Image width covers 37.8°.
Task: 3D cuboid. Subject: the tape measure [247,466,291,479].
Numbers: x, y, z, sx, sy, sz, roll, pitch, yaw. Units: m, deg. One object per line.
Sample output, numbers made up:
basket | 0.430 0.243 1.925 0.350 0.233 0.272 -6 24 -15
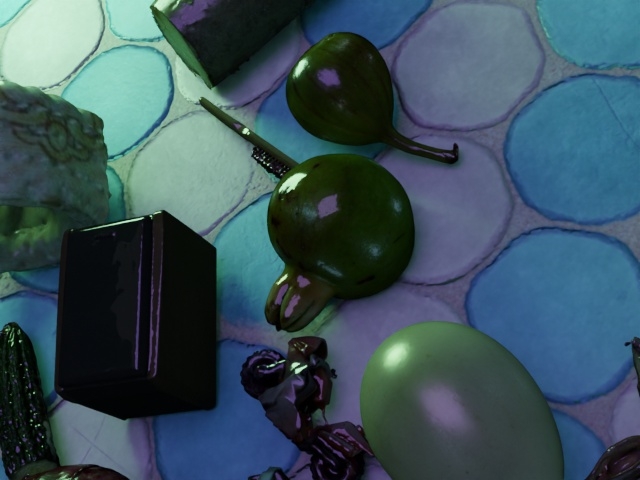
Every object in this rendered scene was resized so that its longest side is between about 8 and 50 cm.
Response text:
tape measure | -0.065 0.359 1.075 0.175 0.106 0.200 37 85 19

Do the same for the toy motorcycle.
toy motorcycle | -0.005 0.200 1.142 0.118 0.084 0.212 -41 64 -2

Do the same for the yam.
yam | -0.109 -0.386 1.436 0.304 0.168 0.168 -42 57 1

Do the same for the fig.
fig | 0.069 -0.169 1.296 0.259 0.151 0.151 44 87 6

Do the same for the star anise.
star anise | 0.381 0.217 0.986 0.171 0.063 0.208 16 69 24

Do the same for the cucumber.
cucumber | -0.421 0.235 1.309 0.077 0.077 0.265 -31 55 6

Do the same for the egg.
egg | 0.153 0.201 1.011 0.188 0.188 0.254 -43 63 -2

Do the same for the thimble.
thimble | -0.451 -0.085 1.358 0.291 0.291 0.195 -15 67 16

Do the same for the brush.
brush | -0.103 -0.143 1.377 0.036 0.043 0.248 -48 57 -6

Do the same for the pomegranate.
pomegranate | -0.003 -0.012 1.204 0.241 0.159 0.190 -36 56 8

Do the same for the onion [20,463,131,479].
onion | -0.282 0.387 1.104 0.246 0.190 0.246 -2 84 24

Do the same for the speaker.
speaker | -0.236 0.102 1.228 0.153 0.192 0.231 -10 66 17
